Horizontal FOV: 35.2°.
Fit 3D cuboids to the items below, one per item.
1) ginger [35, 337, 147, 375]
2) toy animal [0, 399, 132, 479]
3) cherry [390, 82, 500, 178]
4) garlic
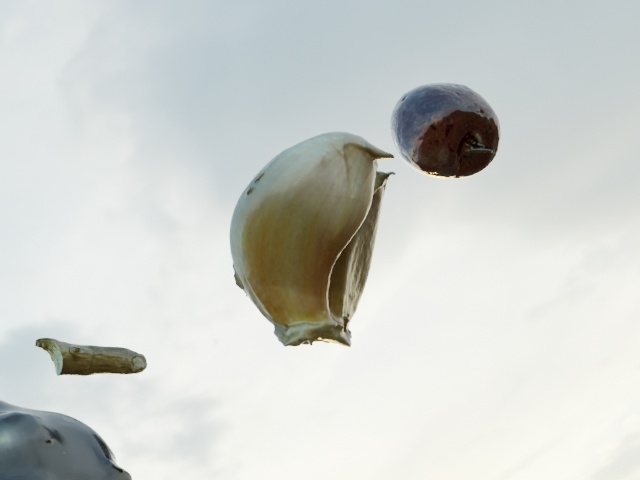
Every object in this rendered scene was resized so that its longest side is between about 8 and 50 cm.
[{"bbox_3d":[-0.283,0.148,1.241,0.137,0.044,0.057,7,-50,-13],"label":"ginger"},{"bbox_3d":[-0.341,0.241,0.835,0.310,0.251,0.251,8,-46,-49],"label":"toy animal"},{"bbox_3d":[0.265,-0.243,2.208,0.230,0.300,0.203,-14,-61,-23],"label":"cherry"},{"bbox_3d":[0.000,0.000,1.513,0.286,0.249,0.313,10,-92,-36],"label":"garlic"}]
